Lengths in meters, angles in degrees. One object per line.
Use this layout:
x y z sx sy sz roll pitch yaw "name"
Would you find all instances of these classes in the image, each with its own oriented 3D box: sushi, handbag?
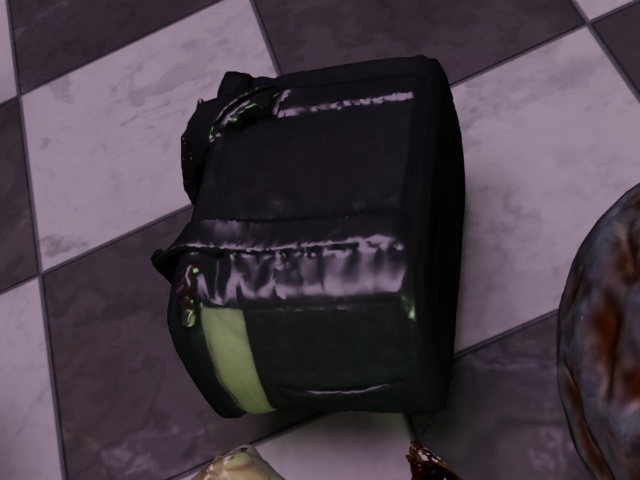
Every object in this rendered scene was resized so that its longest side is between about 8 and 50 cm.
0.073 0.168 0.737 0.050 0.047 0.099 -20 49 5 "sushi"
0.000 0.000 0.824 0.181 0.181 0.254 -2 51 15 "handbag"

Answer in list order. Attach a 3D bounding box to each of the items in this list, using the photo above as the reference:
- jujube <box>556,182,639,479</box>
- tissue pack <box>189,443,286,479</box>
0.253 0.079 0.610 0.246 0.215 0.308 -40 46 -11 "jujube"
-0.064 0.247 0.676 0.222 0.090 0.186 -41 74 -11 "tissue pack"
